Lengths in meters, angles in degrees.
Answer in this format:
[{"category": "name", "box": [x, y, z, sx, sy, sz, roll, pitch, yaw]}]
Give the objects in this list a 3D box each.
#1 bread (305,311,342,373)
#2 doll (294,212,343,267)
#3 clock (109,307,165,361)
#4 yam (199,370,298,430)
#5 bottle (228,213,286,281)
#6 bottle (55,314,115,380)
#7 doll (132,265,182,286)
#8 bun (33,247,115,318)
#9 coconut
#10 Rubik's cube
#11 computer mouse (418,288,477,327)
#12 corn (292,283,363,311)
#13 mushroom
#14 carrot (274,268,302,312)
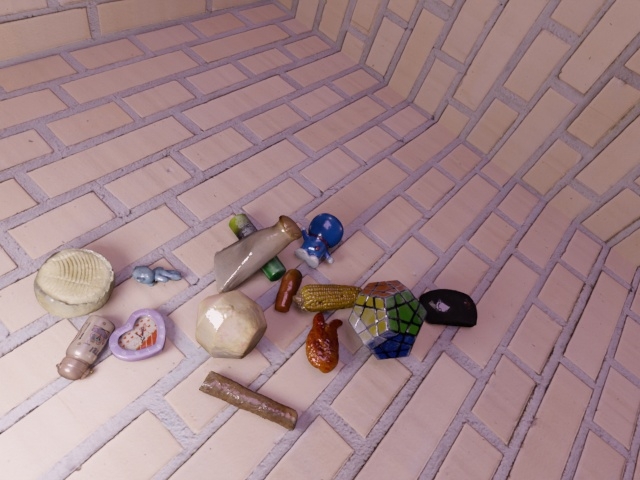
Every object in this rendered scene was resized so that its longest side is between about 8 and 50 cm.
[{"category": "bread", "box": [0.017, 0.390, 1.667, 0.139, 0.095, 0.269, 24, 46, -10]}, {"category": "doll", "box": [0.000, 0.000, 1.930, 0.215, 0.161, 0.257, 40, 68, -4]}, {"category": "clock", "box": [-0.627, 0.347, 1.498, 0.172, 0.064, 0.198, 31, 51, 5]}, {"category": "yam", "box": [-0.242, 0.555, 1.470, 0.357, 0.081, 0.081, 25, 51, -2]}, {"category": "bottle", "box": [-0.274, 0.029, 1.836, 0.093, 0.093, 0.330, -26, 66, -32]}, {"category": "bottle", "box": [-0.780, 0.364, 1.419, 0.110, 0.097, 0.209, 43, 46, -28]}, {"category": "doll", "box": [-0.638, 0.145, 1.653, 0.180, 0.075, 0.120, 14, 9, -33]}, {"category": "bun", "box": [-0.862, 0.162, 1.501, 0.259, 0.152, 0.259, 18, 46, -20]}, {"category": "coconut", "box": [-0.332, 0.295, 1.532, 0.259, 0.259, 0.259, 9, 52, -12]}, {"category": "Rubik's cube", "box": [0.264, 0.310, 1.677, 0.319, 0.319, 0.264, 13, 39, -9]}, {"category": "computer mouse", "box": [0.585, 0.298, 1.923, 0.269, 0.100, 0.170, 7, 55, -13]}, {"category": "corn", "box": [0.037, 0.239, 1.773, 0.322, 0.119, 0.119, 4, 53, -27]}, {"category": "mushroom", "box": [-0.267, 0.044, 1.711, 0.407, 0.137, 0.154, -36, 50, 0]}, {"category": "carrot", "box": [-0.134, 0.203, 1.760, 0.087, 0.087, 0.193, 23, 50, -1]}]
